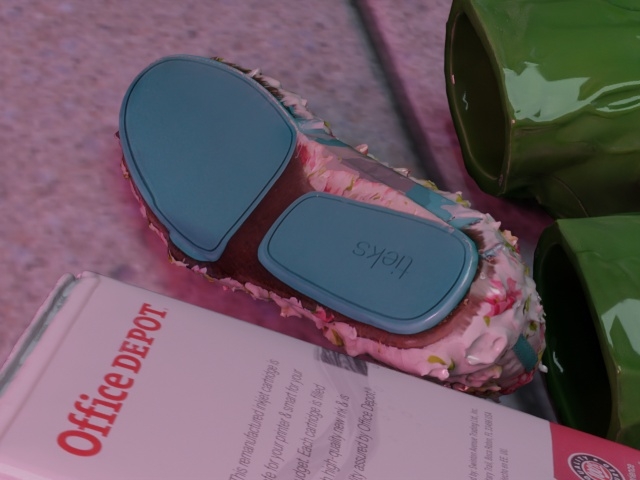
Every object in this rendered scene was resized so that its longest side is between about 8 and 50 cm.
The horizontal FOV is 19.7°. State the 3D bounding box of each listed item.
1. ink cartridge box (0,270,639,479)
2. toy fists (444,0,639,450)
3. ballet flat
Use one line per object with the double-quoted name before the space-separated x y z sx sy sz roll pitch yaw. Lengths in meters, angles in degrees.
"ink cartridge box" -0.004 0.102 0.579 0.218 0.092 0.158 20 19 -1
"toy fists" 0.151 -0.010 0.796 0.142 0.096 0.279 -5 46 -11
"ballet flat" 0.000 0.000 0.733 0.241 0.091 0.077 38 -3 46
